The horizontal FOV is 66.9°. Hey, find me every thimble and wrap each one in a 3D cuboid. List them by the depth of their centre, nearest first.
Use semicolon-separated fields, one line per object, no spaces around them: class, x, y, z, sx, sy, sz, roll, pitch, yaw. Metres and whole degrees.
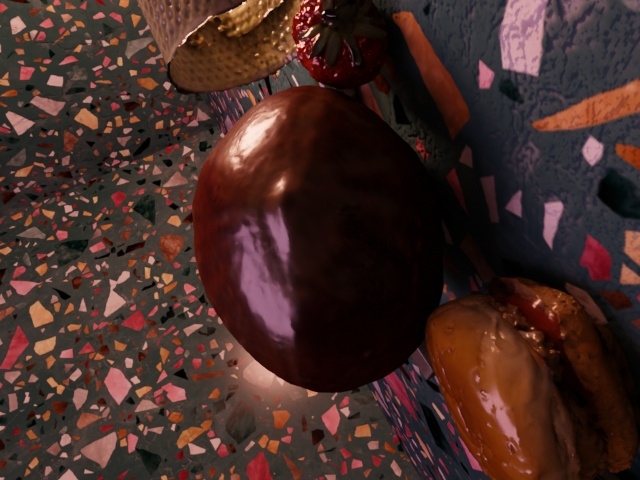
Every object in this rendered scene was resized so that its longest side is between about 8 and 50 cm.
thimble;-0.149;-0.366;0.778;0.149;0.271;0.271;65;170;3

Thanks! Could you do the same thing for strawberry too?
strawberry;0.019;-0.256;0.622;0.131;0.131;0.148;66;162;-16

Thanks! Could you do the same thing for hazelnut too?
hazelnut;0.000;0.000;0.672;0.421;0.353;0.420;178;90;-84

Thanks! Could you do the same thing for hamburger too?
hamburger;0.219;0.158;0.539;0.244;0.163;0.244;59;171;15

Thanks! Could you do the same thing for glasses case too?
glasses case;0.203;0.203;1.077;0.204;0.047;0.070;59;165;27

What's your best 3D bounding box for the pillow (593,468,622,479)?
pillow;0.333;0.345;0.597;0.250;0.106;0.185;-136;36;-55

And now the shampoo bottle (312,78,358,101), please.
shampoo bottle;0.023;-0.243;0.790;0.204;0.065;0.065;68;169;-24
